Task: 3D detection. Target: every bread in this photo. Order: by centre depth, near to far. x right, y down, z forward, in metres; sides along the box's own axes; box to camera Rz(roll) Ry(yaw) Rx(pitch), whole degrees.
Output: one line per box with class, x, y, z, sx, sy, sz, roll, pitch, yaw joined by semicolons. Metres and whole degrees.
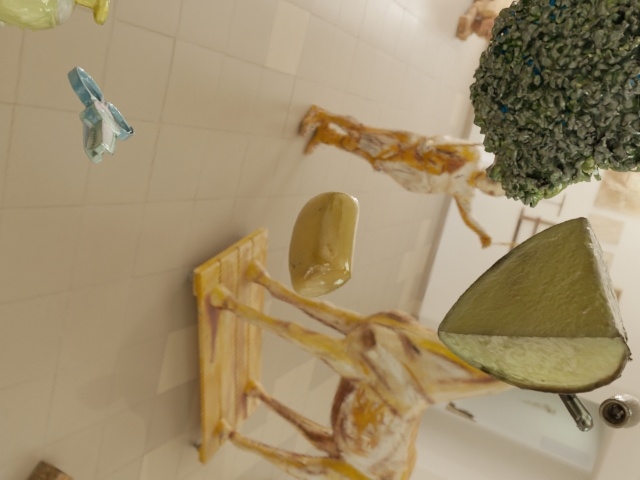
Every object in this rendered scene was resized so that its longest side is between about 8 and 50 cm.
bread;0.000;0.000;1.183;0.098;0.147;0.217;35;44;-35

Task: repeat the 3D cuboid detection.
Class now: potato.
potato;0.344;0.082;0.881;0.255;0.269;0.112;-48;117;-32

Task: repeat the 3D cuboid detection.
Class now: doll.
doll;-0.429;-0.331;0.808;0.141;0.296;0.117;-110;-160;-47

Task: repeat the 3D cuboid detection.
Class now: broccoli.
broccoli;0.176;-0.096;0.388;0.160;0.154;0.167;-10;115;-20

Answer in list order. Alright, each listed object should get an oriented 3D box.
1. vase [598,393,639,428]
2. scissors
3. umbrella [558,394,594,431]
vase;0.453;0.258;0.943;0.100;0.053;0.053;18;91;-54
scissors;-0.299;-0.159;0.850;0.030;0.256;0.125;-35;123;3
umbrella;0.413;0.222;1.120;0.071;0.248;0.071;-15;138;-14
